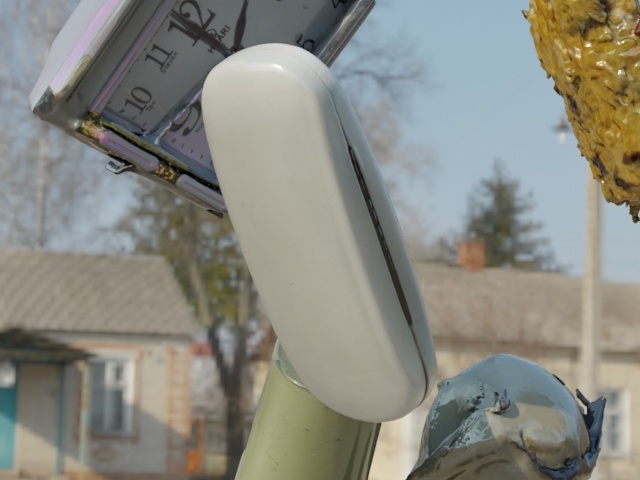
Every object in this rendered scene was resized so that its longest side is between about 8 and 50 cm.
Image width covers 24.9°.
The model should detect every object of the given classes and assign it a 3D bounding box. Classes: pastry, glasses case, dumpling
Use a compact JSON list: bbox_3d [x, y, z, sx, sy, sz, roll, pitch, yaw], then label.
[{"bbox_3d":[0.145,-0.080,0.711,0.056,0.140,0.080,-30,-2,-11],"label":"pastry"},{"bbox_3d":[0.000,0.000,0.822,0.092,0.233,0.059,-2,27,42],"label":"glasses case"},{"bbox_3d":[0.175,0.220,1.415,0.163,0.204,0.293,34,13,22],"label":"dumpling"}]

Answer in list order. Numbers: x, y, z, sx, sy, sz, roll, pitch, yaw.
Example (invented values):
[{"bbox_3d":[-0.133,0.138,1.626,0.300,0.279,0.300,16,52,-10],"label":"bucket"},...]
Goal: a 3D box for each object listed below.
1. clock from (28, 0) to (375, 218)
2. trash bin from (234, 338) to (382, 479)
[{"bbox_3d":[-0.081,-0.153,1.087,0.186,0.253,0.083,30,12,-33],"label":"clock"},{"bbox_3d":[-0.004,0.168,1.268,0.121,0.247,0.243,15,28,1],"label":"trash bin"}]
